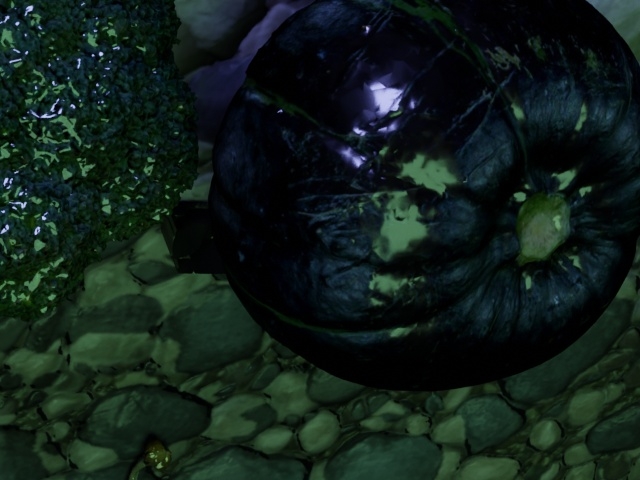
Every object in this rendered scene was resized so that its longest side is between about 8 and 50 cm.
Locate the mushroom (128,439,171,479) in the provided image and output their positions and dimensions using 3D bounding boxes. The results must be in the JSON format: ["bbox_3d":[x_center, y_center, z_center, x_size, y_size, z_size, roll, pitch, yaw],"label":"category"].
[{"bbox_3d":[-0.167,0.273,1.357,0.026,0.028,0.286,-44,157,-50],"label":"mushroom"}]

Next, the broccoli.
[{"bbox_3d":[-0.216,-0.087,0.863,0.297,0.297,0.297,17,146,-34],"label":"broccoli"}]

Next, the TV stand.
[{"bbox_3d":[0.000,0.000,1.174,0.249,0.036,0.042,1,127,-26],"label":"TV stand"}]

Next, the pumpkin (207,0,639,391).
[{"bbox_3d":[0.067,-0.046,1.033,0.315,0.238,0.315,-24,134,-28],"label":"pumpkin"}]
